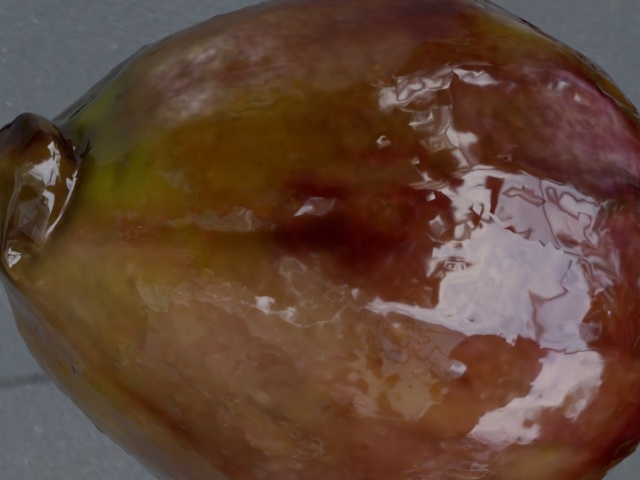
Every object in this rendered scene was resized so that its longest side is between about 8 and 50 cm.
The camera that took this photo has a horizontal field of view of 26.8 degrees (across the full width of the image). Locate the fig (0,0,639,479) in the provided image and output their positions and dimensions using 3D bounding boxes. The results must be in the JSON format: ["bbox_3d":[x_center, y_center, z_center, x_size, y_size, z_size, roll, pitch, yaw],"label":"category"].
[{"bbox_3d":[0.010,0.005,0.525,0.263,0.224,0.224,2,106,7],"label":"fig"}]
